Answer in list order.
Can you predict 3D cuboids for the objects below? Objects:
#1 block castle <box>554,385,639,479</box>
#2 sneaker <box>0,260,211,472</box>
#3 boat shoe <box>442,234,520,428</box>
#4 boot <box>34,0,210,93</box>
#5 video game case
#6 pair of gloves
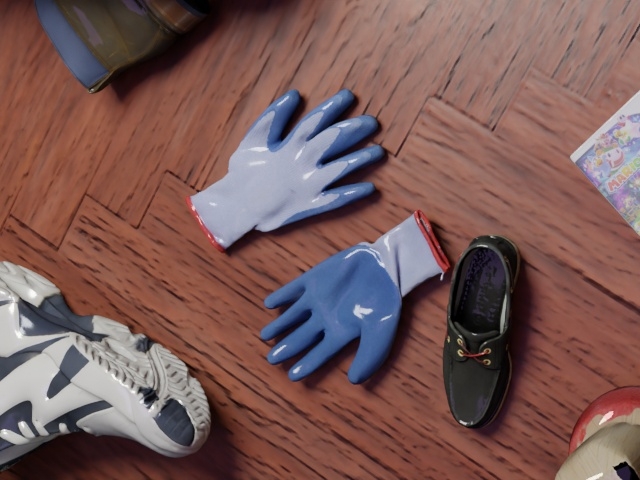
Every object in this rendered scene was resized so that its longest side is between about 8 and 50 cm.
[{"bbox_3d":[0.232,0.343,0.976,0.303,0.213,0.453,-46,78,16],"label":"block castle"},{"bbox_3d":[-0.193,0.131,1.204,0.235,0.094,0.153,28,106,19],"label":"sneaker"},{"bbox_3d":[0.103,0.062,1.097,0.049,0.042,0.133,11,100,20],"label":"boat shoe"},{"bbox_3d":[-0.184,-0.211,1.177,0.106,0.082,0.219,-41,80,18],"label":"boot"},{"bbox_3d":[0.230,-0.037,1.048,0.087,0.011,0.122,-45,77,21],"label":"video game case"},{"bbox_3d":[0.000,0.000,1.147,0.159,0.023,0.198,-35,80,24],"label":"pair of gloves"}]
